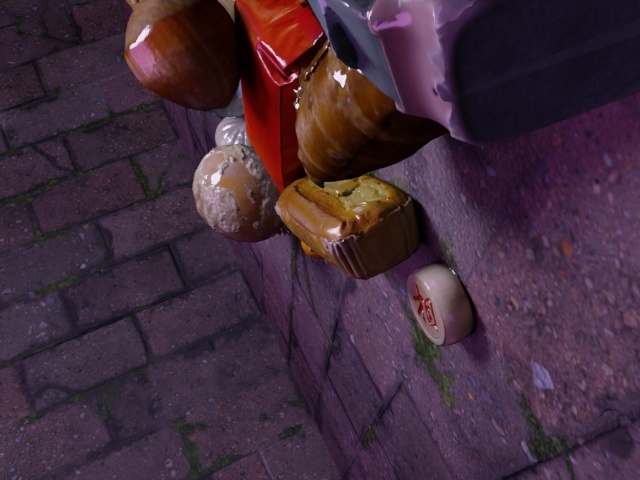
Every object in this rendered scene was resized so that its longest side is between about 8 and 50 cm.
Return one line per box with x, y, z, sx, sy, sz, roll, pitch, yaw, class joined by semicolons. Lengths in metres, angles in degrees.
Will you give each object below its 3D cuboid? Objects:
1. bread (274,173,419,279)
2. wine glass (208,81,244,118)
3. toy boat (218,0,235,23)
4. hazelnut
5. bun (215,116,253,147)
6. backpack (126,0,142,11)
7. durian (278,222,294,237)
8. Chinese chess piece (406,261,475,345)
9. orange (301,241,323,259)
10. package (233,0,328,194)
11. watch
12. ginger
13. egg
0.040;-0.033;1.128;0.119;0.152;0.288;66;168;-22;bread
-0.230;-0.365;1.662;0.232;0.156;0.156;-141;32;-70;wine glass
-0.160;-0.410;1.398;0.188;0.061;0.116;58;167;-15;toy boat
-0.209;-0.301;1.139;0.214;0.176;0.214;49;-160;-25;hazelnut
-0.171;-0.248;1.648;0.138;0.138;0.094;61;150;26;bun
-0.412;-0.689;1.702;0.353;0.201;0.378;95;152;-60;backpack
-0.155;-0.133;1.786;0.306;0.166;0.172;44;124;46;durian
0.171;0.092;1.032;0.122;0.051;0.122;60;165;28;Chinese chess piece
0.000;0.000;1.478;0.083;0.083;0.083;60;164;29;orange
-0.050;-0.230;1.220;0.423;0.123;0.196;91;155;-56;package
0.102;-0.202;0.453;0.162;0.253;0.241;58;-166;-62;watch
0.069;-0.201;0.704;0.254;0.176;0.418;68;161;7;ginger
-0.172;-0.098;1.561;0.203;0.203;0.245;51;174;50;egg
